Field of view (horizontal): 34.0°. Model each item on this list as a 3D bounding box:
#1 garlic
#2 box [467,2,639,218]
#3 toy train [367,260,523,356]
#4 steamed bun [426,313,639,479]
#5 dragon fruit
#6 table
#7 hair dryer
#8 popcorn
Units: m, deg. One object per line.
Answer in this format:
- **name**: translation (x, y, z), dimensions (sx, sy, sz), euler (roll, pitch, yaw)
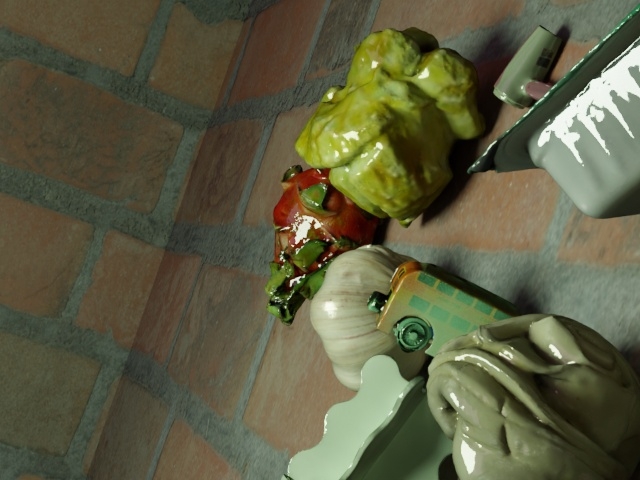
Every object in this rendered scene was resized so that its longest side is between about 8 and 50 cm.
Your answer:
- **garlic**: translation (0.113, 0.101, 1.344), dimensions (0.226, 0.199, 0.199), euler (-2, 66, 40)
- **box**: translation (0.333, -0.123, 0.925), dimensions (0.337, 0.264, 0.106), euler (-49, 57, 46)
- **toy train**: translation (0.149, 0.095, 1.206), dimensions (0.099, 0.188, 0.072), euler (-62, 3, 12)
- **steamed bun**: translation (0.217, 0.152, 0.965), dimensions (0.144, 0.218, 0.211), euler (-54, 52, 34)
- **dragon fruit**: translation (-0.001, -0.006, 1.665), dimensions (0.269, 0.198, 0.200), euler (-60, -10, -32)
- **table**: translation (0.074, 0.253, 1.259), dimensions (0.198, 0.166, 0.166), euler (-52, 20, -5)
- **hair dryer**: translation (0.291, -0.200, 1.334), dimensions (0.106, 0.054, 0.154), euler (-57, 33, 19)
- **popcorn**: translation (0.111, -0.167, 1.496), dimensions (0.276, 0.225, 0.276), euler (-52, 17, 23)
